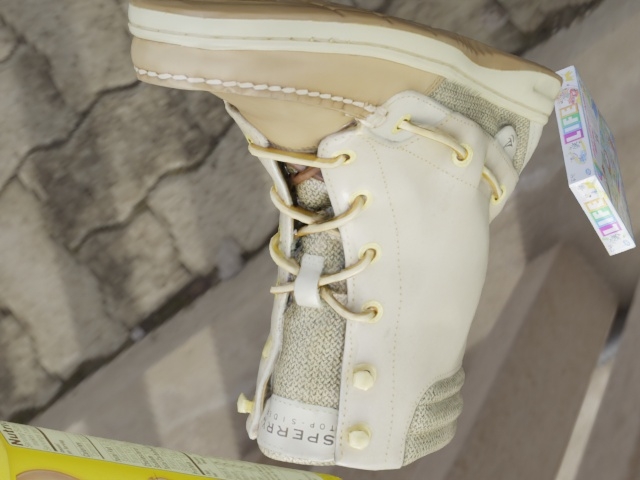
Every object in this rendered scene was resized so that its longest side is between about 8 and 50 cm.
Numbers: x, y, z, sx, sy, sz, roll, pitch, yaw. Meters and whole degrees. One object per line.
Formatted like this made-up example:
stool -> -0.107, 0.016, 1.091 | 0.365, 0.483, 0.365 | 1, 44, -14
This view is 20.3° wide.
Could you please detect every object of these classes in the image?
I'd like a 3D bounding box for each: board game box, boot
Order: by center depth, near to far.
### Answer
boot -> 0.000, 0.000, 0.781 | 0.095, 0.262, 0.203 | 19, 97, 34
board game box -> 0.253, -0.076, 1.666 | 0.026, 0.154, 0.103 | -21, 131, 18

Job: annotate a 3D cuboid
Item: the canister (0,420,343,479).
canister -> -0.074, 0.124, 0.593 | 0.170, 0.073, 0.126 | 14, 105, -34
